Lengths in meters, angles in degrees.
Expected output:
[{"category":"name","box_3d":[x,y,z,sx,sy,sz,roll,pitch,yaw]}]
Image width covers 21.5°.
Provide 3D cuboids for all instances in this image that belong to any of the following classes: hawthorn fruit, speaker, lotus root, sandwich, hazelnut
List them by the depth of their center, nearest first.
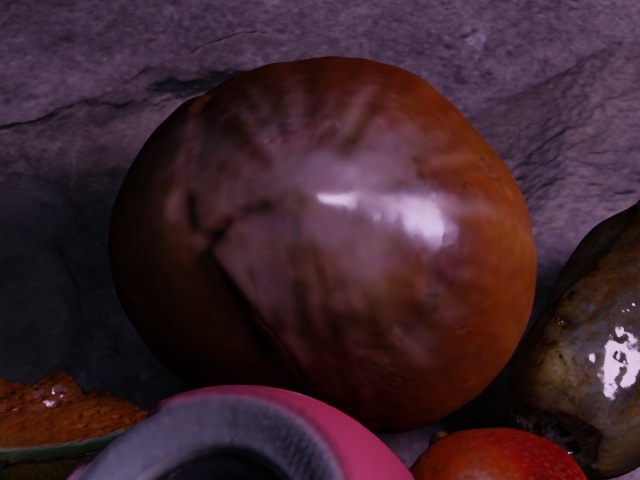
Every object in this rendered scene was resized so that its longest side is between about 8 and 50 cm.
[{"category":"speaker","box_3d":[-0.065,0.251,1.194,0.294,0.294,0.294,-1,49,1]},{"category":"hawthorn fruit","box_3d":[0.127,0.219,1.291,0.169,0.169,0.188,-25,55,-19]},{"category":"sandwich","box_3d":[-0.201,0.179,1.376,0.185,0.109,0.160,-9,29,-5]},{"category":"hazelnut","box_3d":[0.000,0.000,1.376,0.372,0.372,0.315,-1,80,0]},{"category":"lotus root","box_3d":[0.258,0.078,1.404,0.152,0.160,0.275,27,52,10]}]
